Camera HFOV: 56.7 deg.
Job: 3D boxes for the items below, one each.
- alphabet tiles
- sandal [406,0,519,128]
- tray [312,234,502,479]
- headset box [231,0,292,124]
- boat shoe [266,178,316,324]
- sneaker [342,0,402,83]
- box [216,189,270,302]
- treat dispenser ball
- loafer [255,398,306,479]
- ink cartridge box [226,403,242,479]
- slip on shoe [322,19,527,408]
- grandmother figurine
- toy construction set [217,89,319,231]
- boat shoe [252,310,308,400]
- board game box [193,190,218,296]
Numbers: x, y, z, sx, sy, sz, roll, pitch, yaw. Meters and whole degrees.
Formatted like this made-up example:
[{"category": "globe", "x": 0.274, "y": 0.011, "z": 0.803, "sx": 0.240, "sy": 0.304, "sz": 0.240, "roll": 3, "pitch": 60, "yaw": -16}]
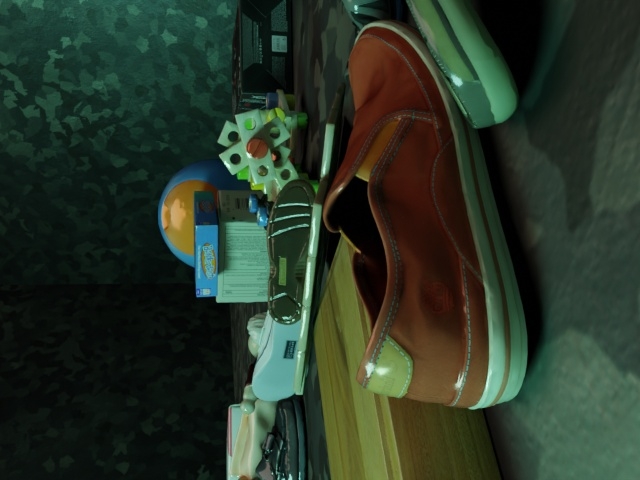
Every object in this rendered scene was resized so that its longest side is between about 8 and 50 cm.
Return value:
[{"category": "alphabet tiles", "x": 0.000, "y": 0.000, "z": 0.710, "sx": 0.285, "sy": 0.011, "sz": 0.343, "roll": -78, "pitch": -4, "yaw": -61}, {"category": "sandal", "x": 0.077, "y": -0.217, "z": 0.366, "sx": 0.120, "sy": 0.086, "sz": 0.303, "roll": 2, "pitch": -112, "yaw": -65}, {"category": "tray", "x": 0.061, "y": 0.196, "z": 0.452, "sx": 0.203, "sy": 0.076, "sz": 0.411, "roll": 106, "pitch": 161, "yaw": -53}, {"category": "headset box", "x": -0.139, "y": -0.381, "z": 1.331, "sx": 0.293, "sy": 0.110, "sz": 0.218, "roll": 155, "pitch": 114, "yaw": -77}, {"category": "boat shoe", "x": -0.033, "y": 0.013, "z": 0.787, "sx": 0.072, "sy": 0.068, "sz": 0.190, "roll": -14, "pitch": -65, "yaw": -70}, {"category": "sneaker", "x": 0.038, "y": -0.240, "z": 0.554, "sx": 0.067, "sy": 0.078, "sz": 0.188, "roll": -118, "pitch": 29, "yaw": -66}, {"category": "box", "x": -0.161, "y": 0.014, "z": 1.339, "sx": 0.127, "sy": 0.148, "sz": 0.232, "roll": -105, "pitch": 20, "yaw": -50}, {"category": "treat dispenser ball", "x": -0.268, "y": -0.064, "z": 1.520, "sx": 0.288, "sy": 0.288, "sz": 0.288, "roll": 180, "pitch": 90, "yaw": -78}, {"category": "loafer", "x": -0.078, "y": 0.439, "z": 1.059, "sx": 0.109, "sy": 0.095, "sz": 0.303, "roll": 177, "pitch": 93, "yaw": -78}, {"category": "ink cartridge box", "x": -0.158, "y": 0.512, "z": 1.373, "sx": 0.283, "sy": 0.117, "sz": 0.207, "roll": 106, "pitch": 161, "yaw": -61}, {"category": "slip on shoe", "x": 0.051, "y": -0.043, "z": 0.426, "sx": 0.123, "sy": 0.101, "sz": 0.331, "roll": 97, "pitch": 169, "yaw": -56}, {"category": "grandmother figurine", "x": -0.118, "y": 0.315, "z": 1.184, "sx": 0.208, "sy": 0.104, "sz": 0.342, "roll": 75, "pitch": -162, "yaw": -76}, {"category": "toy construction set", "x": -0.075, "y": -0.134, "z": 0.973, "sx": 0.328, "sy": 0.151, "sz": 0.215, "roll": -91, "pitch": 5, "yaw": -75}, {"category": "boat shoe", "x": -0.060, "y": 0.177, "z": 1.029, "sx": 0.084, "sy": 0.095, "sz": 0.258, "roll": -98, "pitch": 24, "yaw": -51}, {"category": "board game box", "x": -0.249, "y": 0.002, "z": 1.276, "sx": 0.210, "sy": 0.047, "sz": 0.160, "roll": -119, "pitch": 30, "yaw": -62}]
